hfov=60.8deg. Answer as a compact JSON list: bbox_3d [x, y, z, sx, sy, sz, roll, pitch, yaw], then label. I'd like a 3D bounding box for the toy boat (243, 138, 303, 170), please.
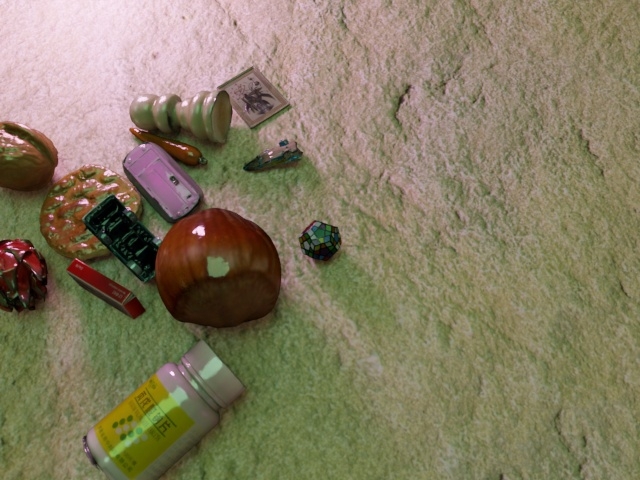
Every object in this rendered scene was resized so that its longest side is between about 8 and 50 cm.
[{"bbox_3d":[-0.163,-0.276,1.822,0.210,0.066,0.084,-20,54,6],"label":"toy boat"}]

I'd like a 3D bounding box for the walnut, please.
[{"bbox_3d":[-0.981,-0.265,1.761,0.257,0.257,0.224,5,30,4],"label":"walnut"}]

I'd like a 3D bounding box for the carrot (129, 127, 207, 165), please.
[{"bbox_3d":[-0.523,-0.322,1.853,0.336,0.069,0.069,23,69,15],"label":"carrot"}]

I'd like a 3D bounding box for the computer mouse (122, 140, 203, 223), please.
[{"bbox_3d":[-0.515,-0.189,1.782,0.158,0.072,0.310,-43,77,-8],"label":"computer mouse"}]

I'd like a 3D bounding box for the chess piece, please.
[{"bbox_3d":[-0.483,-0.430,1.848,0.331,0.182,0.182,6,66,11],"label":"chess piece"}]

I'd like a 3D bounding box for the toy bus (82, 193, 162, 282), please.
[{"bbox_3d":[-0.573,-0.002,1.618,0.256,0.147,0.128,48,69,-13],"label":"toy bus"}]

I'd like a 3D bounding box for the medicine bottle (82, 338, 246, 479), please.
[{"bbox_3d":[-0.395,0.452,1.422,0.379,0.213,0.213,-41,71,-15],"label":"medicine bottle"}]

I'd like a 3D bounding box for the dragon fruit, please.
[{"bbox_3d":[-0.893,0.109,1.596,0.192,0.193,0.274,-55,42,23],"label":"dragon fruit"}]

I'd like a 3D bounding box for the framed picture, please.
[{"bbox_3d":[-0.244,-0.517,1.955,0.173,0.010,0.231,-36,70,-13],"label":"framed picture"}]

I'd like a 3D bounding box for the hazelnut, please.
[{"bbox_3d":[-0.280,0.077,1.534,0.373,0.315,0.372,12,57,-19],"label":"hazelnut"}]

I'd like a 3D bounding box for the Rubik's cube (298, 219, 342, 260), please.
[{"bbox_3d":[0.000,0.000,1.662,0.112,0.133,0.133,-12,63,26],"label":"Rubik's cube"}]

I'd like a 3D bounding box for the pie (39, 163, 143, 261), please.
[{"bbox_3d":[-0.735,-0.086,1.749,0.340,0.083,0.339,0,67,-1],"label":"pie"}]

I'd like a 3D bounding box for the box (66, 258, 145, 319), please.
[{"bbox_3d":[-0.634,0.147,1.616,0.229,0.123,0.050,27,65,14],"label":"box"}]
